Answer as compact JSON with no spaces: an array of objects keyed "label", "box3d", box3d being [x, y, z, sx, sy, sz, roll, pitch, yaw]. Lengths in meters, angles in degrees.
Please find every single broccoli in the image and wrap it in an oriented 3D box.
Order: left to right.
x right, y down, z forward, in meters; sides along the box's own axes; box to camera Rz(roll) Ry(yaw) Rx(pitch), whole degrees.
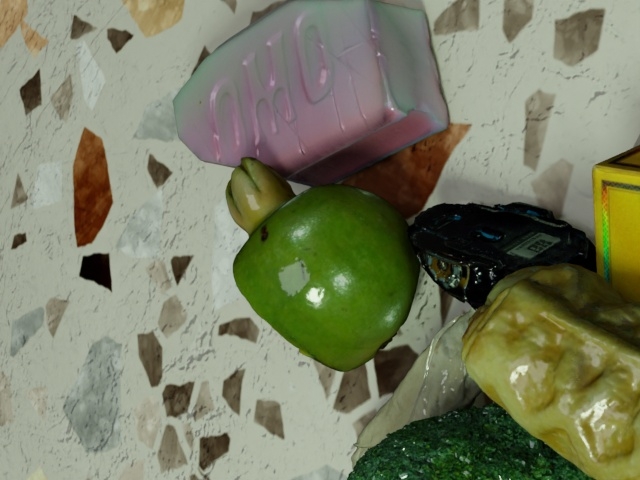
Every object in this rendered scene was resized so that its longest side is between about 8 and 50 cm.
[{"label":"broccoli","box3d":[0.152,0.270,1.230,0.275,0.308,0.308,49,124,-1]}]

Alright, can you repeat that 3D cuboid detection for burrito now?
[{"label":"burrito","box3d":[0.098,0.174,1.394,0.275,0.059,0.082,-55,29,41]}]

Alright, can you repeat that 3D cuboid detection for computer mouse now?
[{"label":"computer mouse","box3d":[0.181,0.025,1.325,0.241,0.146,0.078,22,128,43]}]

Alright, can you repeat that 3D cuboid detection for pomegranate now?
[{"label":"pomegranate","box3d":[0.011,0.008,1.455,0.159,0.190,0.241,-49,39,15]}]

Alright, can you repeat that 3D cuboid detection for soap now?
[{"label":"soap","box3d":[-0.021,-0.160,1.553,0.323,0.109,0.193,-25,68,41]}]

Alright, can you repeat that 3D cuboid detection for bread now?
[{"label":"bread","box3d":[0.235,0.114,1.119,0.267,0.152,0.130,31,140,37]}]

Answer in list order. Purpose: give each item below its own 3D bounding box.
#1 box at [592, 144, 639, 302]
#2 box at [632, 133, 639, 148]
[{"label":"box","box3d":[0.367,0.040,1.118,0.301,0.084,0.193,13,118,45]},{"label":"box","box3d":[0.341,-0.071,1.228,0.125,0.043,0.089,37,110,40]}]
